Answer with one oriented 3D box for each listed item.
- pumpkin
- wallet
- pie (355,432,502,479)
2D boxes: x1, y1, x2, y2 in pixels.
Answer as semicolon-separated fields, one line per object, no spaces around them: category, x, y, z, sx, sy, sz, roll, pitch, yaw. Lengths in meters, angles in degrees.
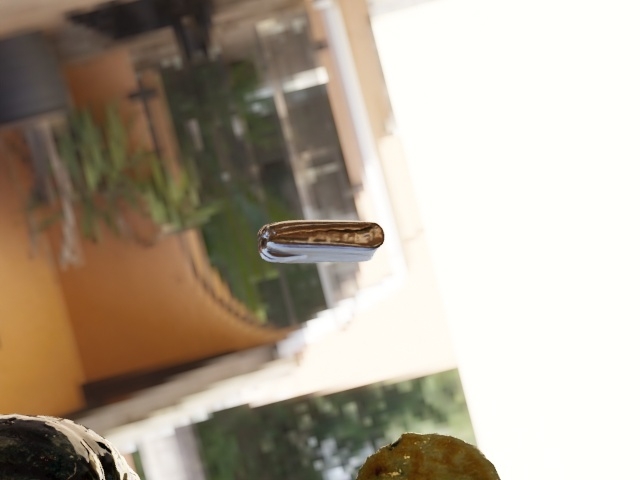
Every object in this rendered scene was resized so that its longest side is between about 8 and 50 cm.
pumpkin;-0.220;0.246;1.459;0.163;0.233;0.233;-9;-175;17
wallet;0.000;0.000;1.809;0.118;0.038;0.152;0;176;-4
pie;0.128;0.309;2.314;0.187;0.187;0.041;-15;140;-9
